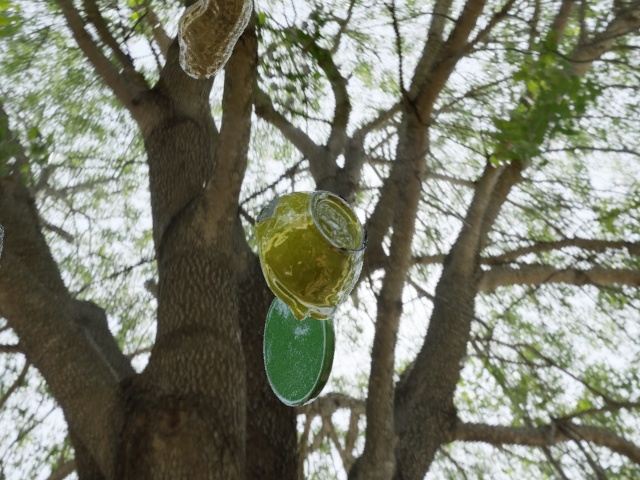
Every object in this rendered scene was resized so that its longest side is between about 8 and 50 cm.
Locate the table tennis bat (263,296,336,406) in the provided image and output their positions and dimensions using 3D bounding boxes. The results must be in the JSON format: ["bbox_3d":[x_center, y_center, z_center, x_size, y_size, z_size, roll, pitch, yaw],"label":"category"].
[{"bbox_3d":[-0.034,0.094,1.096,0.039,0.160,0.257,6,-106,-36],"label":"table tennis bat"}]

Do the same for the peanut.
[{"bbox_3d":[-0.089,-0.188,0.679,0.053,0.054,0.113,22,-60,-14],"label":"peanut"}]

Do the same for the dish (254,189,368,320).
[{"bbox_3d":[0.000,0.000,0.971,0.148,0.208,0.080,29,-53,-24],"label":"dish"}]

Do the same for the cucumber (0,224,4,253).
[{"bbox_3d":[-0.337,0.048,0.783,0.053,0.053,0.182,8,-67,-9],"label":"cucumber"}]
